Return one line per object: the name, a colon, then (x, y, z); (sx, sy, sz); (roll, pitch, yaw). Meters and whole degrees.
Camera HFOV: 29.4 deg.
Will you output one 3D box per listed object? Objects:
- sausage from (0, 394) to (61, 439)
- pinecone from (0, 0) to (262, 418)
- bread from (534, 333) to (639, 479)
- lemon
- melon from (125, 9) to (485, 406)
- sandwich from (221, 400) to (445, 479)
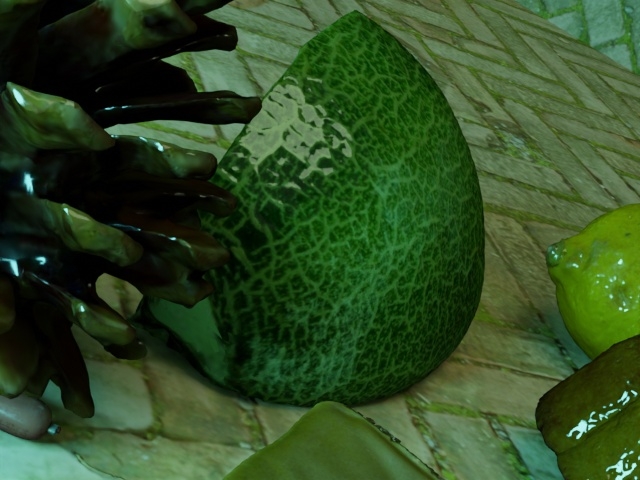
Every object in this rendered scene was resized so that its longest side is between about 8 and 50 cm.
sausage: (-0.267, 0.075, 0.771); (0.223, 0.029, 0.029); (26, 25, -6)
pinecone: (-0.191, -0.105, 0.758); (0.384, 0.384, 0.384); (23, 25, -12)
bread: (0.300, 0.185, 1.023); (0.232, 0.135, 0.247); (37, 19, -11)
lemon: (0.347, 0.058, 1.257); (0.256, 0.188, 0.188); (23, 25, -16)
melon: (0.000, 0.000, 1.039); (0.226, 0.331, 0.343); (-4, 25, 20)
sandwich: (0.031, 0.219, 0.712); (0.220, 0.108, 0.186); (37, 26, 12)
